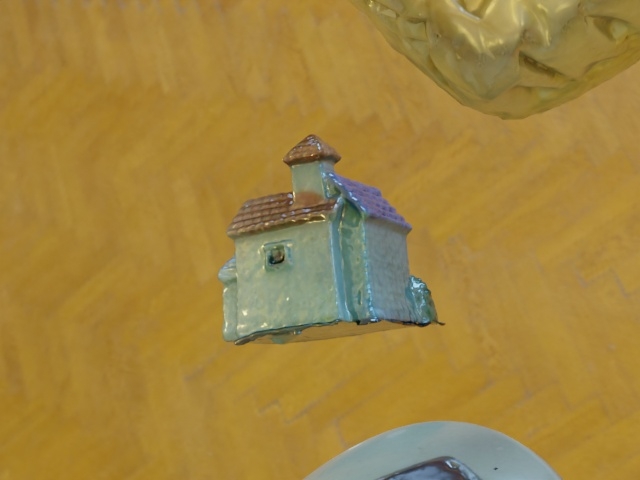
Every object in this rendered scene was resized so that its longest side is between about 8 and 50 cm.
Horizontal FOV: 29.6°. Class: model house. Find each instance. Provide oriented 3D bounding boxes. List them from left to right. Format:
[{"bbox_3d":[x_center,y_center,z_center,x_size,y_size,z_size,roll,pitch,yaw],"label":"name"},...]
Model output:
[{"bbox_3d":[0.000,0.000,0.893,0.148,0.119,0.148,-8,83,32],"label":"model house"}]

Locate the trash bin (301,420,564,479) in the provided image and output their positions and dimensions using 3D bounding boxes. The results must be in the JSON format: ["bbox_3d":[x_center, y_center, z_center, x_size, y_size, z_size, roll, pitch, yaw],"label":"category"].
[{"bbox_3d":[0.126,0.291,0.665,0.280,0.432,0.280,-35,35,30],"label":"trash bin"}]

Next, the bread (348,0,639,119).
[{"bbox_3d":[0.095,-0.147,0.340,0.236,0.106,0.140,-45,74,12],"label":"bread"}]
